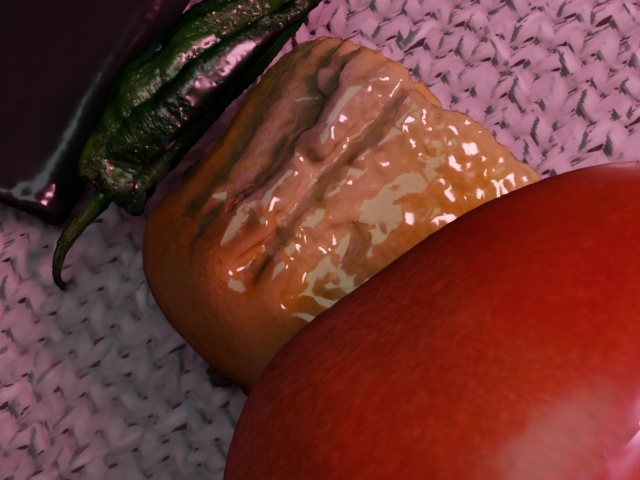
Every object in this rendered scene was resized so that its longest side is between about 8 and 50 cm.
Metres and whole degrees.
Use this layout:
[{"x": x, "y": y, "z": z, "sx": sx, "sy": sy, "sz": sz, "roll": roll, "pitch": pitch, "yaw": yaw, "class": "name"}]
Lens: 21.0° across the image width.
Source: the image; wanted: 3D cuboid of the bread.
[{"x": 0.000, "y": 0.000, "z": 0.968, "sx": 0.262, "sy": 0.162, "sz": 0.204, "roll": 30, "pitch": 84, "yaw": 40, "class": "bread"}]

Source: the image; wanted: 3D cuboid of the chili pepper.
[{"x": -0.081, "y": -0.096, "z": 1.063, "sx": 0.065, "sy": 0.122, "sz": 0.279, "roll": 40, "pitch": 72, "yaw": 1, "class": "chili pepper"}]

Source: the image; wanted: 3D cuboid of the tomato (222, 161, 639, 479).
[{"x": 0.125, "y": 0.136, "z": 0.787, "sx": 0.341, "sy": 0.341, "sz": 0.273, "roll": -42, "pitch": 32, "yaw": -10, "class": "tomato"}]

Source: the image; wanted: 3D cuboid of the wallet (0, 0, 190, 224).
[{"x": -0.169, "y": -0.194, "z": 1.173, "sx": 0.197, "sy": 0.051, "sz": 0.378, "roll": 20, "pitch": 67, "yaw": 21, "class": "wallet"}]
